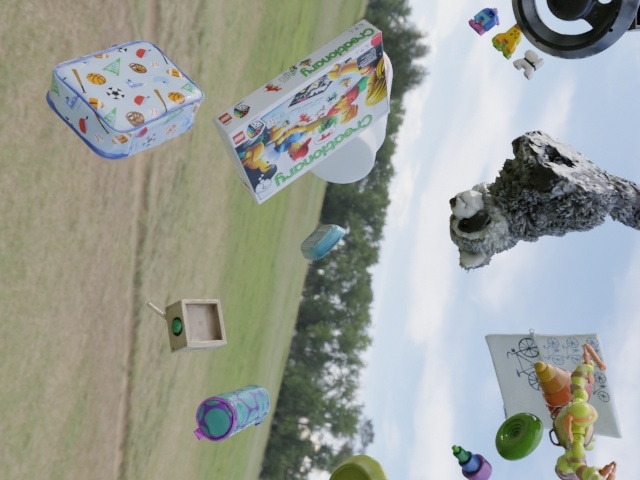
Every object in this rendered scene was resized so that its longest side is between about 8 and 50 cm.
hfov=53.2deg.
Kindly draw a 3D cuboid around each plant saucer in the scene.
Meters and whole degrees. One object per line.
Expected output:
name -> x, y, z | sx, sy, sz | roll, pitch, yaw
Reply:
plant saucer -> 0.077, 0.649, 1.577 | 0.241, 0.037, 0.240 | -33, -136, 39

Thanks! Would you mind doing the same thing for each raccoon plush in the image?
raccoon plush -> 0.488, -0.020, 1.353 | 0.299, 0.447, 0.216 | -60, -178, 34

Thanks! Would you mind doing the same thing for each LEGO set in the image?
LEGO set -> 0.446, -0.492, 1.493 | 0.093, 0.227, 0.087 | -39, 152, 9

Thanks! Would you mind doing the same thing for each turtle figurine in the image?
turtle figurine -> 0.416, 0.322, 1.037 | 0.217, 0.087, 0.269 | 70, 23, -48

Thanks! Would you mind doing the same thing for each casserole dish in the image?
casserole dish -> 0.000, 0.000, 1.701 | 0.114, 0.037, 0.188 | -46, -166, -12

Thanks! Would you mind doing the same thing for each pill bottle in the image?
pill bottle -> 0.074, -0.358, 1.769 | 0.224, 0.224, 0.392 | 104, -2, -50

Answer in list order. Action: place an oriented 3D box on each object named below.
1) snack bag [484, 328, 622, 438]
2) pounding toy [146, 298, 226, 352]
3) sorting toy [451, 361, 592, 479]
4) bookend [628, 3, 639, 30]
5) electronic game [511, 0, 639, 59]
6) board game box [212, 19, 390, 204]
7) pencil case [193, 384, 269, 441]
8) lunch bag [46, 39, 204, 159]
snack bag -> 0.640, 0.399, 1.793 | 0.037, 0.343, 0.323 | -31, 109, -46
pounding toy -> -0.314, 0.194, 1.500 | 0.100, 0.141, 0.130 | -26, -111, 41
sorting toy -> 0.446, 0.406, 1.481 | 0.365, 0.126, 0.127 | -43, -165, 7
bookend -> 0.973, -0.709, 1.913 | 0.072, 0.157, 0.156 | -156, -120, -68
electronic game -> 0.447, -0.436, 1.135 | 0.048, 0.229, 0.229 | -35, 152, -37
board game box -> -0.019, -0.213, 1.086 | 0.305, 0.053, 0.193 | -37, 149, -11
pencil case -> -0.129, 0.258, 0.960 | 0.070, 0.064, 0.152 | -37, 166, 9
lunch bag -> -0.419, -0.317, 1.394 | 0.303, 0.243, 0.115 | -39, 169, -47
